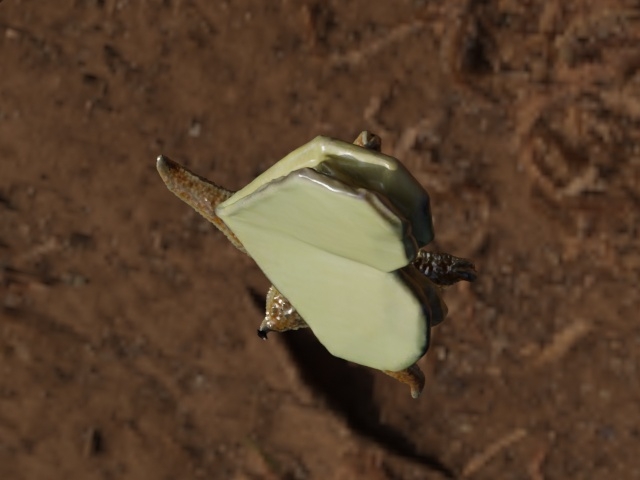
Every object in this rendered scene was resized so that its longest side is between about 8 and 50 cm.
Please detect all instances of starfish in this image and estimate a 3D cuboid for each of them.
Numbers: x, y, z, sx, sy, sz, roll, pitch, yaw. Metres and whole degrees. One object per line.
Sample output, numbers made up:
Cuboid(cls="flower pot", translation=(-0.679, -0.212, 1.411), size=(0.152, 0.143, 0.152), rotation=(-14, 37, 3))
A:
Cuboid(cls="starfish", translation=(0.010, 0.003, 1.376), size=(0.295, 0.048, 0.231), rotation=(42, 133, -9))

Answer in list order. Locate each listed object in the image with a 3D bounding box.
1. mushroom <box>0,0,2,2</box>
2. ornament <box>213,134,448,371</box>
Cuboid(cls="mushroom", translation=(-0.363, -0.327, 1.754), size=(0.163, 0.297, 0.278), rotation=(34, 159, -17))
Cuboid(cls="ornament", translation=(0.000, 0.000, 1.251), size=(0.180, 0.059, 0.201), rotation=(19, 146, 24))
